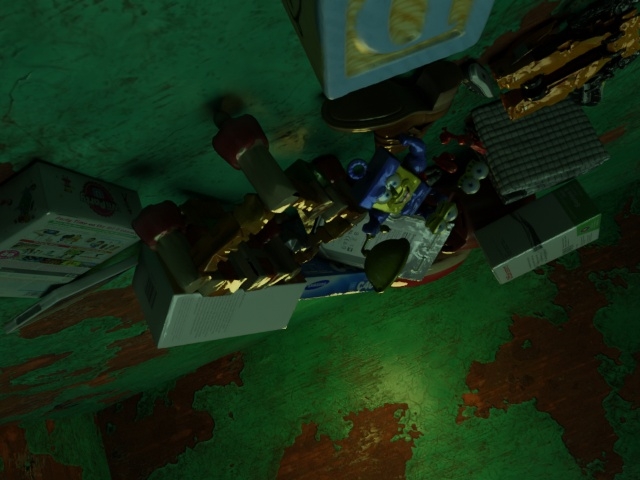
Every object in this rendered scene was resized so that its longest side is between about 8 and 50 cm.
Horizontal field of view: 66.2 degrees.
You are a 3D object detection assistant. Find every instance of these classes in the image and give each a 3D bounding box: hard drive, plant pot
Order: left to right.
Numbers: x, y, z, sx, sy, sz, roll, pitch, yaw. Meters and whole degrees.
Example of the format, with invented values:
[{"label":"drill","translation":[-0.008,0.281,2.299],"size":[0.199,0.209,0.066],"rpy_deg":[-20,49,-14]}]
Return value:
[{"label":"hard drive","translation":[0.151,-0.017,1.305],"size":[0.338,0.064,0.237],"rpy_deg":[14,134,-7]},{"label":"plant pot","translation":[0.460,-0.086,1.499],"size":[0.265,0.272,0.272],"rpy_deg":[-15,162,-31]}]

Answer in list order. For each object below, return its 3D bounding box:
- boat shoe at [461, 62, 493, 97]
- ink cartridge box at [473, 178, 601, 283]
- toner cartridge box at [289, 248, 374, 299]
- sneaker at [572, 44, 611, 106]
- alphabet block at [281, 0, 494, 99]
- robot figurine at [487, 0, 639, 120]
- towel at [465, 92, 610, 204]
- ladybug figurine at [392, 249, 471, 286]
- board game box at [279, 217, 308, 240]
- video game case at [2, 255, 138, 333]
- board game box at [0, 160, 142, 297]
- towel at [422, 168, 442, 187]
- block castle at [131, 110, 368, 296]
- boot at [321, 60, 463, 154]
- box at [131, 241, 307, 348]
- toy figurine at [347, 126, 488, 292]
[{"label":"boat shoe","translation":[0.323,-0.328,1.016],"size":[0.040,0.049,0.142],"rpy_deg":[-11,170,33]},{"label":"ink cartridge box","translation":[0.581,-0.013,1.326],"size":[0.289,0.122,0.211],"rpy_deg":[-29,153,15]},{"label":"toner cartridge box","translation":[0.031,0.081,1.414],"size":[0.347,0.165,0.075],"rpy_deg":[-2,121,-42]},{"label":"sneaker","translation":[0.615,-0.404,1.112],"size":[0.081,0.094,0.208],"rpy_deg":[17,161,27]},{"label":"alphabet block","translation":[0.054,-0.301,0.494],"size":[0.193,0.197,0.192],"rpy_deg":[-21,162,-5]},{"label":"robot figurine","translation":[0.497,-0.371,0.981],"size":[0.291,0.085,0.211],"rpy_deg":[-28,144,18]},{"label":"towel","translation":[0.525,-0.237,1.221],"size":[0.283,0.235,0.121],"rpy_deg":[-20,169,-6]},{"label":"ladybug figurine","translation":[0.318,0.043,1.689],"size":[0.449,0.305,0.162],"rpy_deg":[-14,123,-14]},{"label":"board game box","translation":[-0.182,0.052,1.493],"size":[0.316,0.064,0.242],"rpy_deg":[-22,163,-2]},{"label":"video game case","translation":[-0.571,0.124,1.122],"size":[0.285,0.025,0.204],"rpy_deg":[-25,-175,36]},{"label":"board game box","translation":[-0.503,-0.002,0.877],"size":[0.303,0.098,0.224],"rpy_deg":[-26,164,16]},{"label":"towel","translation":[0.179,-0.106,1.517],"size":[0.324,0.056,0.312],"rpy_deg":[-20,166,-15]},{"label":"block castle","translation":[-0.120,-0.066,0.988],"size":[0.303,0.213,0.453],"rpy_deg":[-41,165,17]},{"label":"boot","translation":[0.125,-0.238,0.971],"size":[0.283,0.109,0.220],"rpy_deg":[-26,168,-13]},{"label":"box","translation":[-0.245,0.106,1.199],"size":[0.345,0.215,0.168],"rpy_deg":[-1,129,-40]},{"label":"toy figurine","translation":[0.119,-0.092,0.955],"size":[0.217,0.191,0.363],"rpy_deg":[20,116,-31]}]
